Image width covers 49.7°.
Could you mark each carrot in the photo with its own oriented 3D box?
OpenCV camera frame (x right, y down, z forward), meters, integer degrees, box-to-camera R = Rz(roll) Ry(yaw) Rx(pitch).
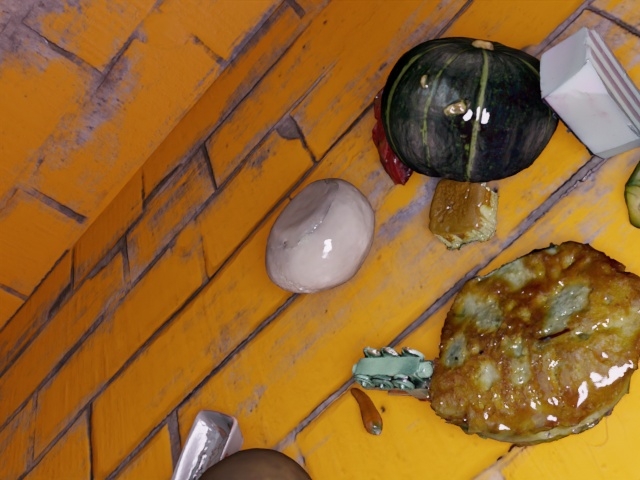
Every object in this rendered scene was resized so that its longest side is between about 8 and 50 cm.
[{"bbox_3d":[0.084,0.307,1.253,0.035,0.035,0.142,-49,27,10],"label":"carrot"}]

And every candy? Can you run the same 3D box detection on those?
[{"bbox_3d":[0.000,0.000,1.481,0.295,0.185,0.295,-41,20,19],"label":"candy"}]

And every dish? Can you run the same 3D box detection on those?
[{"bbox_3d":[-0.240,0.485,1.469,0.154,0.064,0.234,-4,58,50],"label":"dish"}]

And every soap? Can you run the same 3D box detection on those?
[{"bbox_3d":[0.432,-0.231,1.096,0.091,0.231,0.145,-23,45,39],"label":"soap"}]

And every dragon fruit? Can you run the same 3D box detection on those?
[{"bbox_3d":[0.181,-0.304,1.543,0.316,0.152,0.205,-56,32,0],"label":"dragon fruit"}]

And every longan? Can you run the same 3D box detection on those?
[{"bbox_3d":[-0.110,0.485,1.165,0.258,0.258,0.258,-31,41,32],"label":"longan"}]

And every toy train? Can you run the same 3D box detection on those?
[{"bbox_3d":[0.138,0.234,1.179,0.176,0.118,0.074,-14,46,50],"label":"toy train"}]

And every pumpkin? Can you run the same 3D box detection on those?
[{"bbox_3d":[0.268,-0.241,1.253,0.323,0.324,0.241,-140,45,-56],"label":"pumpkin"}]

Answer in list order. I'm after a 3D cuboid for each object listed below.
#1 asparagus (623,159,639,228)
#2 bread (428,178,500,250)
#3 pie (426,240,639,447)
[{"bbox_3d":[0.555,-0.174,1.037,0.343,0.085,0.082,-59,10,-1],"label":"asparagus"},{"bbox_3d":[0.271,-0.058,1.296,0.128,0.069,0.140,-14,53,44],"label":"bread"},{"bbox_3d":[0.320,0.153,1.028,0.355,0.103,0.288,-29,41,27],"label":"pie"}]
